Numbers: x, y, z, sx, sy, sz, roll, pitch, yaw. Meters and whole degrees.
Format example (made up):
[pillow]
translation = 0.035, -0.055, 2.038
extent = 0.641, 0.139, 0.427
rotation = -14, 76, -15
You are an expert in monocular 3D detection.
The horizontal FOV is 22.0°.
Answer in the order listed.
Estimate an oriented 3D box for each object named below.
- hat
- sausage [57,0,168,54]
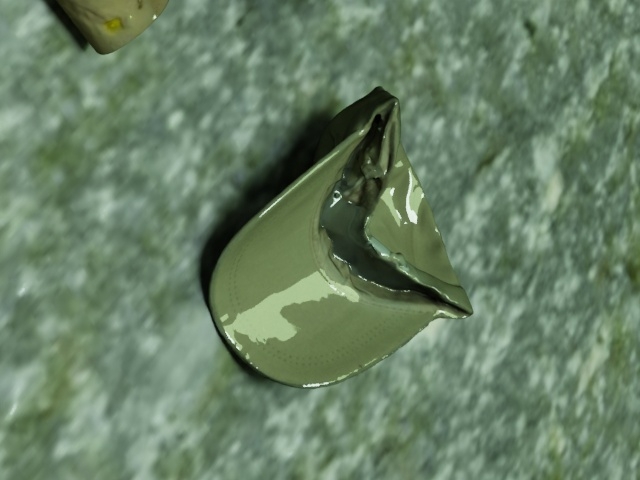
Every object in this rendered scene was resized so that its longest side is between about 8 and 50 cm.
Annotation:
[hat]
translation = 0.000, 0.000, 1.099
extent = 0.173, 0.144, 0.166
rotation = -22, 111, -5
[sausage]
translation = -0.177, -0.234, 0.885
extent = 0.301, 0.065, 0.066
rotation = 56, 47, -30
